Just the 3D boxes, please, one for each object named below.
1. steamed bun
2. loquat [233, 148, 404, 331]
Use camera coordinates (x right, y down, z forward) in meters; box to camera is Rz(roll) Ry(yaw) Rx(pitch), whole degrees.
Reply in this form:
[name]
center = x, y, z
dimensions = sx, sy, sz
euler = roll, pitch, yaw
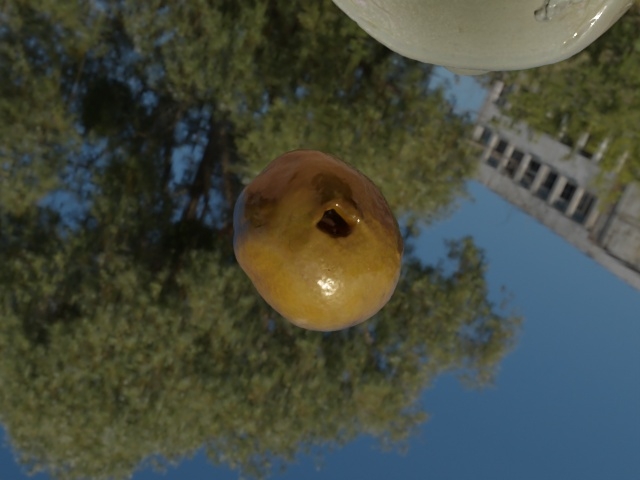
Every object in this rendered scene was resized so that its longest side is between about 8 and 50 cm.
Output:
[steamed bun]
center = 0.178, -0.302, 1.035
dimensions = 0.384, 0.236, 0.247
euler = 3, -140, 17
[loquat]
center = 0.000, 0.000, 1.250
dimensions = 0.238, 0.238, 0.193
euler = 33, -116, 31
